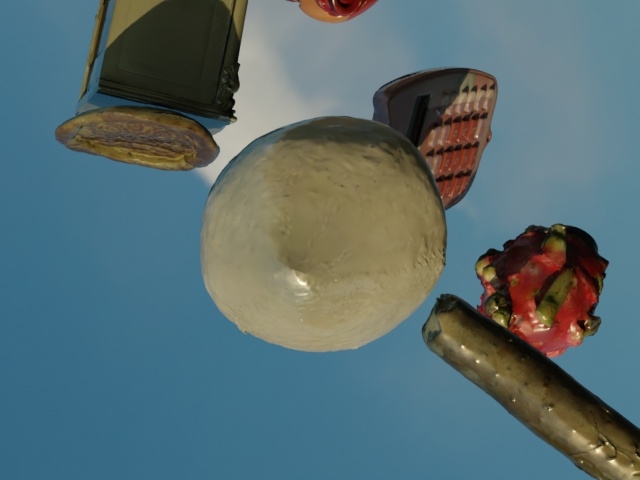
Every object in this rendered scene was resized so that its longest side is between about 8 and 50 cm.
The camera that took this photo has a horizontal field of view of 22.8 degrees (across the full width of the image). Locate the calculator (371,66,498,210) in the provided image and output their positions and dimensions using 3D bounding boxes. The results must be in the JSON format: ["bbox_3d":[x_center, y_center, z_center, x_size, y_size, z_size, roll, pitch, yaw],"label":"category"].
[{"bbox_3d":[0.141,-0.126,2.096,0.048,0.220,0.330,23,-161,30],"label":"calculator"}]

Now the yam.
[{"bbox_3d":[0.226,0.161,1.474,0.317,0.071,0.067,38,-128,8],"label":"yam"}]

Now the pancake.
[{"bbox_3d":[-0.272,-0.153,2.381,0.250,0.250,0.031,23,-113,-50],"label":"pancake"}]

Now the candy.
[{"bbox_3d":[0.000,0.000,1.774,0.295,0.295,0.185,58,-162,-6],"label":"candy"}]

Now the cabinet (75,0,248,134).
[{"bbox_3d":[-0.243,-0.347,2.573,0.227,0.290,0.318,12,-97,-14],"label":"cabinet"}]

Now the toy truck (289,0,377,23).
[{"bbox_3d":[0.058,-0.510,2.727,0.239,0.189,0.265,-11,-66,-37],"label":"toy truck"}]

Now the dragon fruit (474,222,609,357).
[{"bbox_3d":[0.257,0.067,1.891,0.172,0.160,0.166,-58,-29,-44],"label":"dragon fruit"}]
